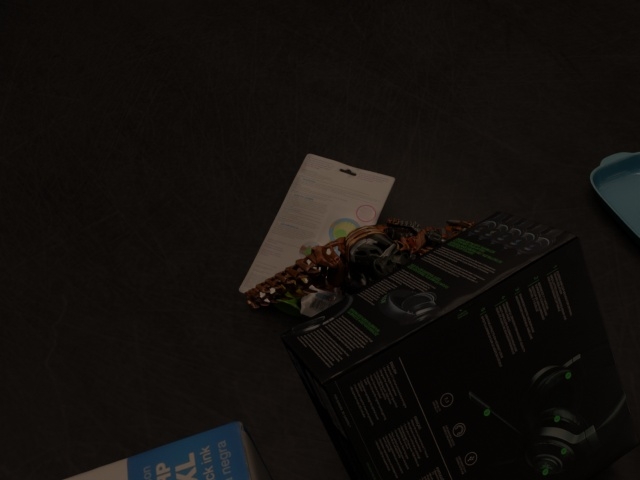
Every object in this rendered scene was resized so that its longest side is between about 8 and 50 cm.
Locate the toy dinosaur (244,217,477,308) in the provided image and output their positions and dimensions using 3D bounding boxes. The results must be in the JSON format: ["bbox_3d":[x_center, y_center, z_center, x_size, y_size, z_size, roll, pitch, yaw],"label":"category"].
[{"bbox_3d":[0.080,0.054,0.854,0.321,0.164,0.218,-24,41,-4],"label":"toy dinosaur"}]

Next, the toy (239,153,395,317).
[{"bbox_3d":[0.000,0.000,0.968,0.136,0.056,0.237,18,61,15],"label":"toy"}]

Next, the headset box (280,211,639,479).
[{"bbox_3d":[0.146,0.139,0.675,0.283,0.246,0.131,-29,20,-12],"label":"headset box"}]

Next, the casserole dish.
[{"bbox_3d":[0.441,-0.046,0.927,0.114,0.037,0.188,-20,50,-6],"label":"casserole dish"}]

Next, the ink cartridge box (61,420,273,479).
[{"bbox_3d":[-0.203,0.338,0.570,0.394,0.285,0.166,-18,47,-4],"label":"ink cartridge box"}]
